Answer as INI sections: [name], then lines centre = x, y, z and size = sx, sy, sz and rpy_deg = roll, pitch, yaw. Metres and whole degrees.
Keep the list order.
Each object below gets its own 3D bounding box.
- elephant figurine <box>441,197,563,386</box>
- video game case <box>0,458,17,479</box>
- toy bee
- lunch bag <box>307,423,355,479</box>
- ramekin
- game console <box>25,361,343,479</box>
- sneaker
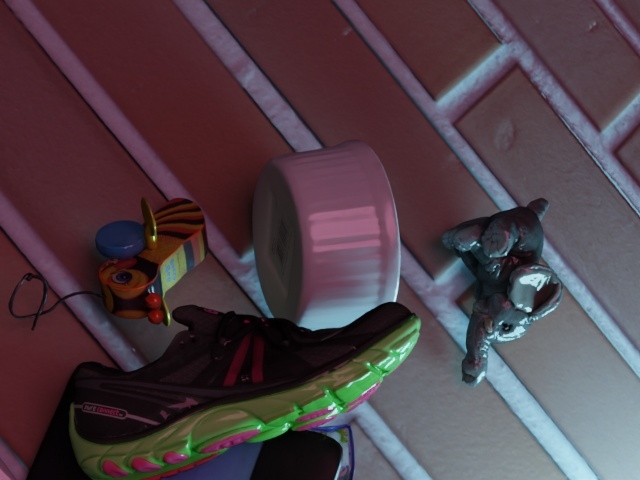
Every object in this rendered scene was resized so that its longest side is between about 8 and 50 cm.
[elephant figurine]
centre = 0.290, 0.080, 2.116
size = 0.169, 0.186, 0.239
rpy_deg = -31, 103, -71
[video game case]
centre = -0.520, 0.305, 1.720
size = 0.212, 0.023, 0.193
rpy_deg = -37, 93, -29
[toy bee]
centre = -0.243, 0.057, 1.846
size = 0.298, 0.162, 0.195
rpy_deg = -49, 143, -20
[lunch bag]
centre = -0.013, 0.340, 1.891
size = 0.096, 0.129, 0.151
rpy_deg = 0, 76, -25
[ramekin]
centre = 0.000, 0.000, 1.919
size = 0.135, 0.277, 0.277
rpy_deg = -6, 78, -19
[game console]
centre = -0.197, 0.360, 1.760
size = 0.386, 0.060, 0.342
rpy_deg = 17, 68, 5
[sneaker]
centre = -0.095, 0.157, 1.746
size = 0.483, 0.185, 0.202
rpy_deg = -17, 72, -14
